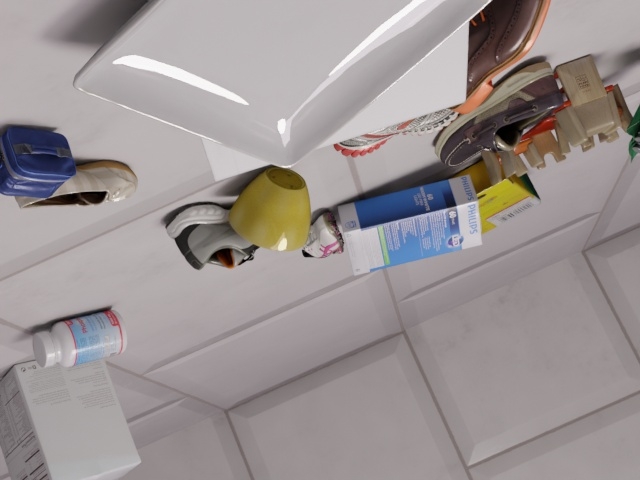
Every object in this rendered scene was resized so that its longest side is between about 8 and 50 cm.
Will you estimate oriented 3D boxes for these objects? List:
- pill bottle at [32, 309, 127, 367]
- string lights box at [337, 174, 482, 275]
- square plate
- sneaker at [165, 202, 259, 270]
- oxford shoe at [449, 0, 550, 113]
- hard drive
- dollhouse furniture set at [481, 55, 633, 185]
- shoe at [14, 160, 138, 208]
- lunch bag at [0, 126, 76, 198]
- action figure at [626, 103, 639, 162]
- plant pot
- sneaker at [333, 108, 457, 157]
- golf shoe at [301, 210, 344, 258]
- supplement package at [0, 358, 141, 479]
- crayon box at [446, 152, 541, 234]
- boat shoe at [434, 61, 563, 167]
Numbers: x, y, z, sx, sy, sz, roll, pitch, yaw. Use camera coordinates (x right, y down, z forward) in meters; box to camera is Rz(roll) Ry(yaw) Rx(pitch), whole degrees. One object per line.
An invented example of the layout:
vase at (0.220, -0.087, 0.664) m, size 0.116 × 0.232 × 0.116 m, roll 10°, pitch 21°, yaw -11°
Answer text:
pill bottle at (-0.450, 0.187, 1.941) m, size 0.160 × 0.087 × 0.087 m, roll -12°, pitch 160°, yaw -35°
string lights box at (0.173, -0.028, 1.992) m, size 0.259 × 0.077 × 0.133 m, roll -13°, pitch 138°, yaw 1°
square plate at (-0.035, -0.231, 1.123) m, size 0.347 × 0.049 × 0.344 m, roll -38°, pitch 147°, yaw 27°
sneaker at (-0.132, -0.005, 1.742) m, size 0.271 × 0.108 × 0.100 m, roll -10°, pitch 158°, yaw -43°
oxford shoe at (0.216, -0.277, 1.391) m, size 0.098 × 0.097 × 0.271 m, roll 12°, pitch 136°, yaw -22°
hard drive at (0.012, -0.202, 1.296) m, size 0.353 × 0.047 × 0.233 m, roll -18°, pitch 150°, yaw -4°
dollhouse furniture set at (0.437, -0.224, 1.882) m, size 0.262 × 0.135 × 0.259 m, roll -20°, pitch 175°, yaw -12°
shoe at (-0.320, -0.065, 1.362) m, size 0.076 × 0.058 × 0.219 m, roll -33°, pitch 162°, yaw 29°
lunch bag at (-0.342, -0.095, 1.223) m, size 0.065 × 0.067 × 0.098 m, roll -34°, pitch 160°, yaw 32°
action figure at (0.608, -0.264, 1.854) m, size 0.137 × 0.063 × 0.232 m, roll 71°, pitch 41°, yaw -65°
plant pot at (-0.069, -0.060, 1.652) m, size 0.134 × 0.134 × 0.095 m, roll -9°, pitch 133°, yaw -41°
sneaker at (0.120, -0.197, 1.520) m, size 0.225 × 0.088 × 0.093 m, roll -26°, pitch 156°, yaw -6°
golf shoe at (0.000, 0.000, 2.017) m, size 0.086 × 0.067 × 0.186 m, roll -21°, pitch 164°, yaw -5°
supplement package at (-0.538, 0.394, 2.158) m, size 0.199 × 0.263 × 0.198 m, roll -9°, pitch 158°, yaw -41°
crayon box at (0.329, -0.088, 2.177) m, size 0.202 × 0.081 × 0.318 m, roll -29°, pitch 164°, yaw 17°
boat shoe at (0.302, -0.194, 1.776) m, size 0.103 × 0.092 × 0.285 m, roll -10°, pitch 159°, yaw -40°
